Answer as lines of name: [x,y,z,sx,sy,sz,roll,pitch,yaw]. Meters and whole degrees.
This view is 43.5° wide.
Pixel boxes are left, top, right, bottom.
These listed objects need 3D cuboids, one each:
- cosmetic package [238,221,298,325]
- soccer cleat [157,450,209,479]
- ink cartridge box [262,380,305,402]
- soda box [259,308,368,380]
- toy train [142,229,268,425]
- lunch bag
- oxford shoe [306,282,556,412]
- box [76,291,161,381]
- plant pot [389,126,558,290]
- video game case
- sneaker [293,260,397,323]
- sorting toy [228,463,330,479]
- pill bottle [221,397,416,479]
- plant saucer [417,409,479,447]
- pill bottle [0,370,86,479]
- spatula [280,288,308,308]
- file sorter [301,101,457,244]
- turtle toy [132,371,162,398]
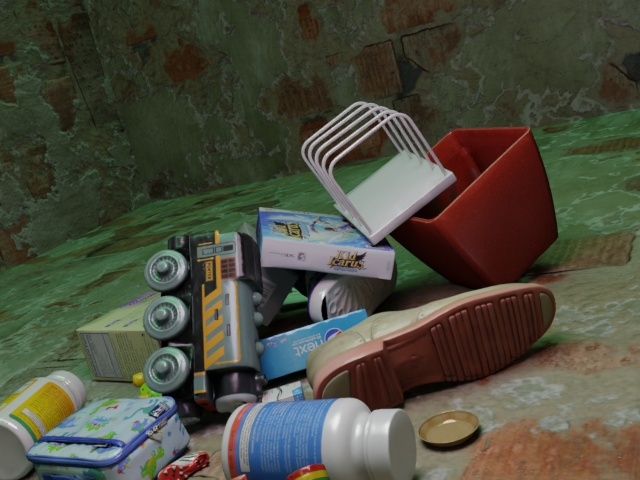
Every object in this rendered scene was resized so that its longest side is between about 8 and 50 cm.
cosmetic package: [-0.135,0.064,1.647,0.127,0.107,0.238,-58,17,10]
soccer cleat: [-0.199,0.327,1.154,0.083,0.029,0.035,-21,5,-36]
ink cartridge box: [-0.067,0.257,1.283,0.083,0.028,0.048,-17,13,-3]
soda box: [-0.014,0.183,1.402,0.210,0.071,0.067,-17,-7,-5]
toy train: [-0.188,0.136,1.338,0.190,0.334,0.142,-10,-27,8]
lunch bag: [-0.323,0.314,1.218,0.219,0.090,0.176,-7,20,36]
oxford shoe: [0.161,0.138,1.222,0.396,0.141,0.146,-17,25,-9]
box: [-0.334,0.194,1.657,0.243,0.117,0.213,-4,17,36]
plant pot: [0.300,-0.045,1.567,0.267,0.236,0.267,-42,20,-13]
video game case: [0.000,0.000,1.556,0.244,0.061,0.269,5,13,-7]
sneaker: [-0.008,0.091,1.622,0.236,0.130,0.322,3,16,30]
sorting toy: [-0.120,0.313,0.896,0.274,0.046,0.132,-20,-29,-7]
pill bottle: [-0.001,0.259,0.993,0.221,0.124,0.124,-9,14,27]
plant saucer: [0.171,0.252,1.062,0.083,0.015,0.083,-15,13,4]
pill bottle: [-0.489,0.306,1.369,0.117,0.118,0.208,-12,14,16]
spatula: [-0.112,0.135,1.862,0.242,0.019,0.168,-11,15,18]
file sorter: [0.094,-0.148,1.540,0.193,0.173,0.278,-38,19,-1]
turtle toy: [-0.279,0.255,1.418,0.095,0.066,0.130,-18,43,-13]
